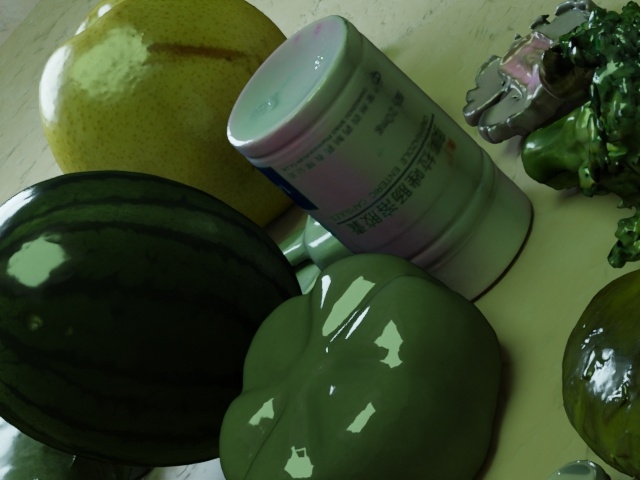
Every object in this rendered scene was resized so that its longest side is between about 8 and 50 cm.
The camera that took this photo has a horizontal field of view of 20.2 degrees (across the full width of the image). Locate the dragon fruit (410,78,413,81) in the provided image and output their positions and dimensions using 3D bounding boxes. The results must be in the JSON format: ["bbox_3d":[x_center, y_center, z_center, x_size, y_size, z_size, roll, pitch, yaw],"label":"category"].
[{"bbox_3d":[0.051,-0.145,1.907,0.153,0.153,0.111,-32,12,33],"label":"dragon fruit"}]

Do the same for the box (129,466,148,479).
[{"bbox_3d":[-0.213,0.168,1.972,0.103,0.055,0.244,-33,28,31],"label":"box"}]

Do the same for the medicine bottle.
[{"bbox_3d":[0.056,-0.065,1.616,0.152,0.254,0.152,-38,26,23],"label":"medicine bottle"}]

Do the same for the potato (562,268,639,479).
[{"bbox_3d":[0.239,0.092,1.255,0.149,0.113,0.251,-45,25,10],"label":"potato"}]

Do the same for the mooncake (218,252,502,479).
[{"bbox_3d":[0.028,0.137,1.525,0.275,0.135,0.275,-37,31,27],"label":"mooncake"}]

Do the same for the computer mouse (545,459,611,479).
[{"bbox_3d":[0.176,0.204,1.290,0.066,0.039,0.096,-6,41,56],"label":"computer mouse"}]

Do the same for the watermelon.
[{"bbox_3d":[-0.187,0.072,1.698,0.279,0.359,0.279,-168,90,-68],"label":"watermelon"}]

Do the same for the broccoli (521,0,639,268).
[{"bbox_3d":[0.260,-0.066,1.476,0.275,0.177,0.198,117,140,-57],"label":"broccoli"}]

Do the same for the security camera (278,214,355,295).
[{"bbox_3d":[0.000,0.000,1.841,0.301,0.080,0.157,-35,28,34],"label":"security camera"}]

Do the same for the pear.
[{"bbox_3d":[-0.157,-0.143,2.039,0.314,0.314,0.314,-38,27,23],"label":"pear"}]

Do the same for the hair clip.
[{"bbox_3d":[0.215,-0.160,1.686,0.173,0.069,0.300,-41,6,3],"label":"hair clip"}]

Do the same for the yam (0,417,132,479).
[{"bbox_3d":[-0.286,0.298,1.747,0.195,0.195,0.300,-37,26,25],"label":"yam"}]
